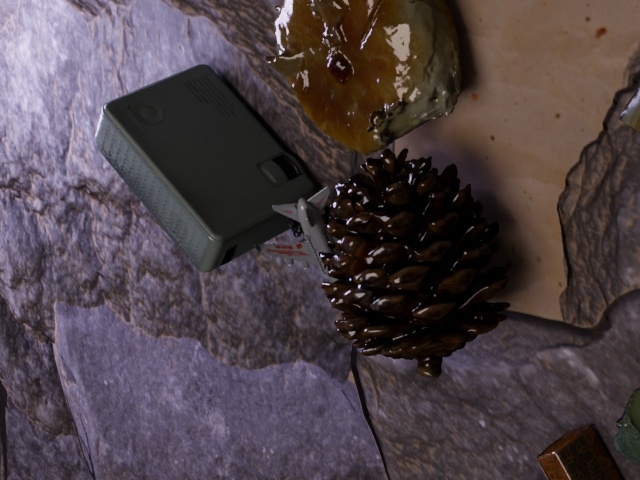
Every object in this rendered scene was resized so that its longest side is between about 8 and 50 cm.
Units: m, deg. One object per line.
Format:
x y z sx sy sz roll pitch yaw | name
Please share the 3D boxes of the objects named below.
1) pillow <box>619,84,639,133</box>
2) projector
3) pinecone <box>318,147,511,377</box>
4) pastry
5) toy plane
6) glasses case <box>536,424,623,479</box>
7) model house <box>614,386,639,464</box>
0.410 -0.137 1.394 0.212 0.052 0.208 41 133 23 | pillow
-0.155 -0.097 1.932 0.256 0.192 0.099 48 144 17 | projector
0.107 0.028 1.701 0.224 0.224 0.272 -17 87 51 | pinecone
0.047 -0.225 1.688 0.257 0.121 0.236 -25 92 51 | pastry
0.000 0.000 1.894 0.171 0.162 0.065 64 -171 -50 | toy plane
0.342 0.335 1.727 0.049 0.075 0.218 -31 88 54 | glasses case
0.372 0.218 1.648 0.079 0.066 0.083 38 154 12 | model house
